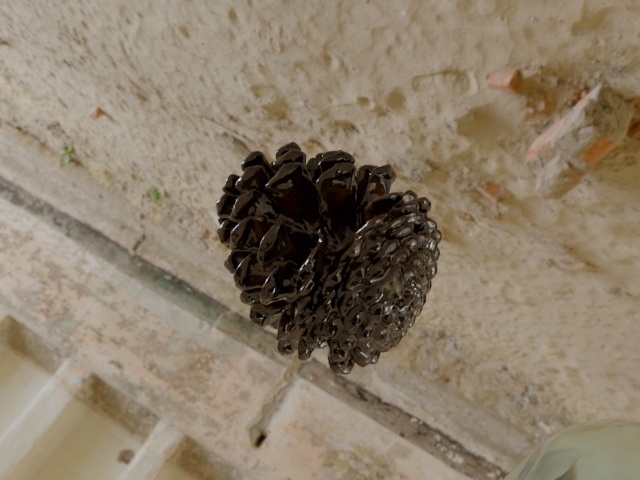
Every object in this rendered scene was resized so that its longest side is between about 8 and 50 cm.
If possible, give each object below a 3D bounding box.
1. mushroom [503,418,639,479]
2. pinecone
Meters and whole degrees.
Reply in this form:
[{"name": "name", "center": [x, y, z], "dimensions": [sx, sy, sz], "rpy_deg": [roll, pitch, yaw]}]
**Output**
[{"name": "mushroom", "center": [0.280, 0.262, 0.363], "dimensions": [0.314, 0.336, 0.314], "rpy_deg": [172, 90, -71]}, {"name": "pinecone", "center": [-0.001, 0.003, 0.676], "dimensions": [0.292, 0.246, 0.246], "rpy_deg": [44, 165, 35]}]
